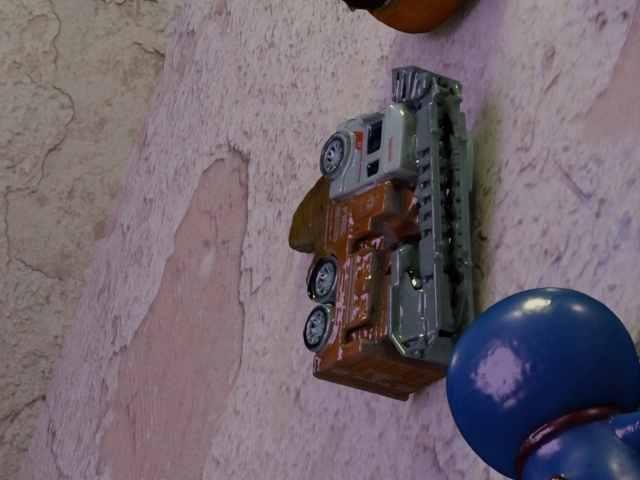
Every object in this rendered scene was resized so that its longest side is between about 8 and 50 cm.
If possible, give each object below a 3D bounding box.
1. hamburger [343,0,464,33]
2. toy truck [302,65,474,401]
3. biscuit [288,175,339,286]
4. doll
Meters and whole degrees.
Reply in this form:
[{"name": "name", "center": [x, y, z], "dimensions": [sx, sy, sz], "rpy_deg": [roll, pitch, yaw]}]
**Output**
[{"name": "hamburger", "center": [0.069, -0.417, 2.189], "dimensions": [0.330, 0.250, 0.330], "rpy_deg": [-165, 90, -71]}, {"name": "toy truck", "center": [0.093, -0.017, 1.996], "dimensions": [0.184, 0.133, 0.338], "rpy_deg": [-26, 53, 53]}, {"name": "biscuit", "center": [0.000, 0.000, 2.385], "dimensions": [0.174, 0.039, 0.183], "rpy_deg": [130, 150, -49]}, {"name": "doll", "center": [0.207, 0.155, 1.523], "dimensions": [0.215, 0.161, 0.257], "rpy_deg": [-45, 48, 32]}]
